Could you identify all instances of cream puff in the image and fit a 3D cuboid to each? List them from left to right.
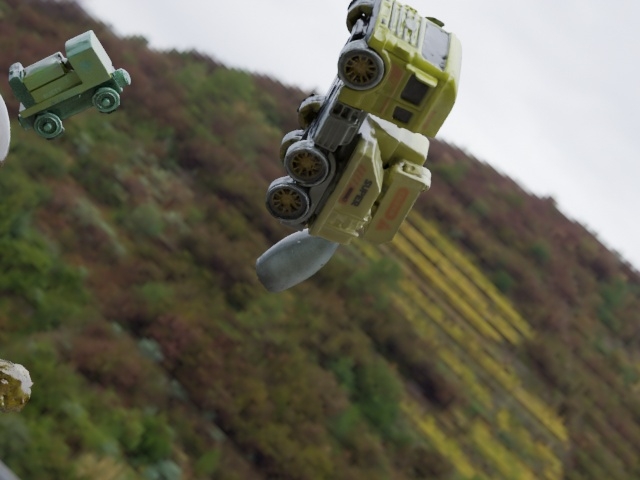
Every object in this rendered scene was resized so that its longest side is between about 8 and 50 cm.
[{"bbox_3d":[-0.431,0.200,2.049,0.083,0.058,0.083,-68,138,-56],"label":"cream puff"}]

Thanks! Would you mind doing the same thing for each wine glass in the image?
[{"bbox_3d":[0.000,0.000,1.782,0.066,0.198,0.066,28,47,-34],"label":"wine glass"}]

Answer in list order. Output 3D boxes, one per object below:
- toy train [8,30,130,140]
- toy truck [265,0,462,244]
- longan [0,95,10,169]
[{"bbox_3d":[-0.253,-0.153,1.475,0.050,0.122,0.081,-103,168,-52],"label":"toy train"},{"bbox_3d":[0.056,-0.113,1.562,0.157,0.272,0.124,23,35,-9],"label":"toy truck"},{"bbox_3d":[-0.482,-0.141,1.909,0.167,0.167,0.187,46,14,-24],"label":"longan"}]
